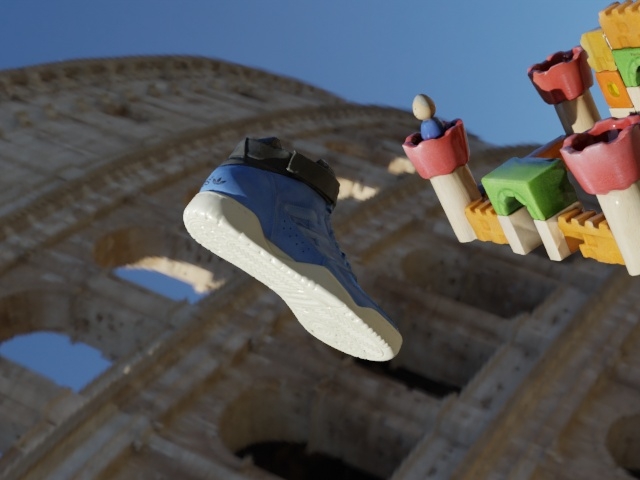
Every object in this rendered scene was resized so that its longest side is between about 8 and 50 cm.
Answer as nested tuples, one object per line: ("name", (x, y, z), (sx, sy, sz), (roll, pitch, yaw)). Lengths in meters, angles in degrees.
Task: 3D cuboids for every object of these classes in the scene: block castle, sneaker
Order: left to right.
("sneaker", (0.000, 0.000, 0.658), (0.084, 0.152, 0.058), (-58, 10, -29))
("block castle", (0.321, -0.137, 1.310), (0.303, 0.453, 0.213), (-31, -75, -16))
